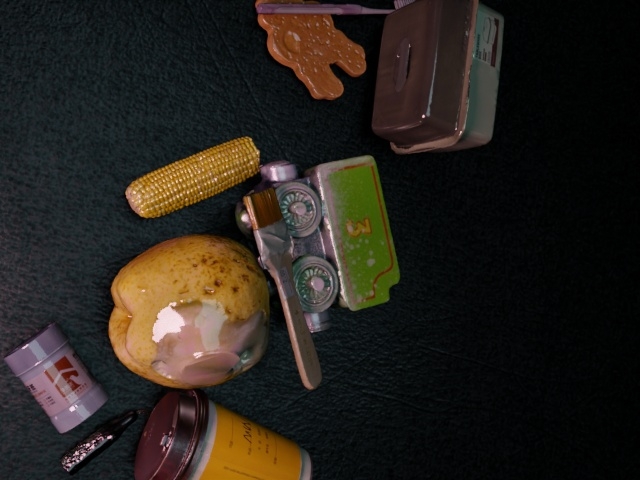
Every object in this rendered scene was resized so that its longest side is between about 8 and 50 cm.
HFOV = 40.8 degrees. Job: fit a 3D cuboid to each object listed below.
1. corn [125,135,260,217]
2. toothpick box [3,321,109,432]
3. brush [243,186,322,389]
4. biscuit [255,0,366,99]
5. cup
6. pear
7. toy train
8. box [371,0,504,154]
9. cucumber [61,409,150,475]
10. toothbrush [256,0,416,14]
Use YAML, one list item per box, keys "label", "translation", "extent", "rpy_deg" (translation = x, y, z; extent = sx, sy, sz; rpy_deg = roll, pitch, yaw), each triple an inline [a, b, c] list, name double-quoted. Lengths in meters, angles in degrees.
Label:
- label: "corn"
  translation: [-0.217, -0.109, 1.508]
  extent: [0.248, 0.081, 0.081]
  rpy_deg: [-24, 95, -19]
- label: "toothpick box"
  translation: [-0.429, 0.223, 1.405]
  extent: [0.101, 0.101, 0.153]
  rpy_deg: [-37, 99, -17]
- label: "brush"
  translation: [-0.052, 0.081, 1.394]
  extent: [0.085, 0.020, 0.336]
  rpy_deg: [-23, 99, -51]
- label: "biscuit"
  translation: [-0.025, -0.375, 1.613]
  extent: [0.236, 0.040, 0.144]
  rpy_deg: [45, 66, -9]
- label: "cup"
  translation: [-0.162, 0.371, 1.455]
  extent: [0.280, 0.196, 0.196]
  rpy_deg: [25, 79, -25]
- label: "pear"
  translation: [-0.212, 0.117, 1.409]
  extent: [0.271, 0.271, 0.271]
  rpy_deg: [1, 87, -19]
- label: "toy train"
  translation: [0.000, 0.000, 1.538]
  extent: [0.249, 0.173, 0.307]
  rpy_deg: [-12, 91, -28]
- label: "box"
  translation: [0.215, -0.304, 1.599]
  extent: [0.166, 0.221, 0.290]
  rpy_deg: [11, 83, -31]
- label: "cucumber"
  translation: [-0.363, 0.334, 1.456]
  extent: [0.163, 0.039, 0.043]
  rpy_deg: [-39, 121, -15]
- label: "toothbrush"
  translation: [0.041, -0.440, 1.621]
  extent: [0.354, 0.024, 0.029]
  rpy_deg: [-8, 75, -28]
